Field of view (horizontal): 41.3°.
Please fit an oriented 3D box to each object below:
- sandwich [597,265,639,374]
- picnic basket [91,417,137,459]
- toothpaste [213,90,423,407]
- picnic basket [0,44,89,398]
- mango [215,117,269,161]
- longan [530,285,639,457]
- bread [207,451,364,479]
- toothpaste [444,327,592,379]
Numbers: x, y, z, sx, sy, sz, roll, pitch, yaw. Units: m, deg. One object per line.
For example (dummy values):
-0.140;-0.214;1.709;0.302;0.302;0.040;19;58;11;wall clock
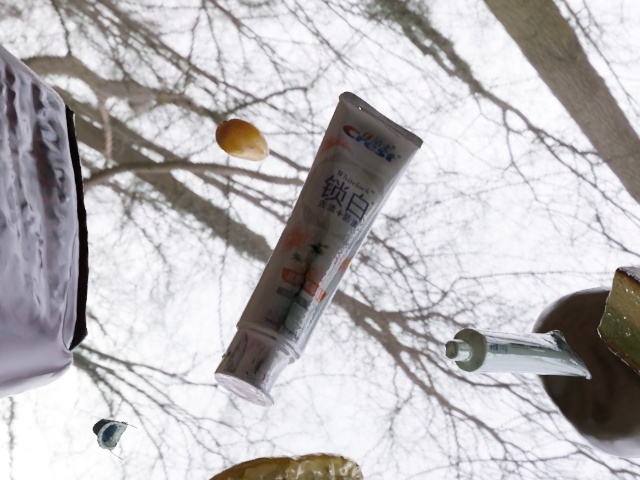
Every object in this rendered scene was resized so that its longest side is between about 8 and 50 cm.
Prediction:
0.462;0.115;0.980;0.220;0.186;0.108;-120;-146;-63;sandwich
-0.386;0.363;1.590;0.083;0.083;0.065;25;-99;25;picnic basket
0.000;0.000;0.797;0.323;0.100;0.066;-63;-171;-26;toothpaste
-0.241;0.001;0.387;0.296;0.129;0.223;-11;-101;22;picnic basket
-0.116;-0.148;1.276;0.060;0.089;0.046;-60;-155;-2;mango
0.419;0.182;1.189;0.245;0.215;0.246;-18;-137;18;longan
-0.034;0.293;0.678;0.121;0.174;0.246;19;-74;46;bread
0.227;0.127;0.974;0.069;0.268;0.047;21;-81;45;toothpaste
